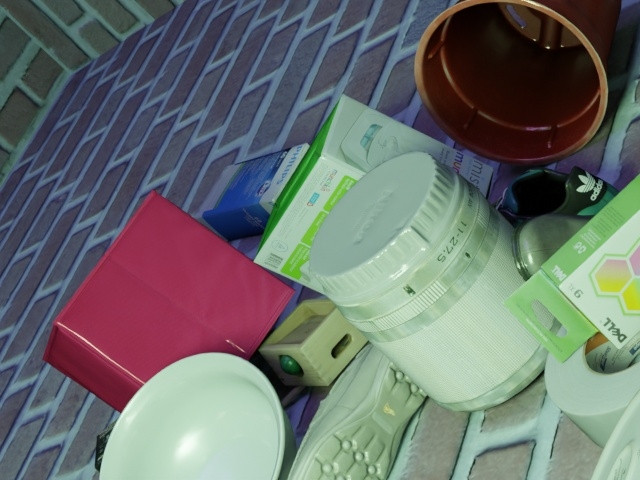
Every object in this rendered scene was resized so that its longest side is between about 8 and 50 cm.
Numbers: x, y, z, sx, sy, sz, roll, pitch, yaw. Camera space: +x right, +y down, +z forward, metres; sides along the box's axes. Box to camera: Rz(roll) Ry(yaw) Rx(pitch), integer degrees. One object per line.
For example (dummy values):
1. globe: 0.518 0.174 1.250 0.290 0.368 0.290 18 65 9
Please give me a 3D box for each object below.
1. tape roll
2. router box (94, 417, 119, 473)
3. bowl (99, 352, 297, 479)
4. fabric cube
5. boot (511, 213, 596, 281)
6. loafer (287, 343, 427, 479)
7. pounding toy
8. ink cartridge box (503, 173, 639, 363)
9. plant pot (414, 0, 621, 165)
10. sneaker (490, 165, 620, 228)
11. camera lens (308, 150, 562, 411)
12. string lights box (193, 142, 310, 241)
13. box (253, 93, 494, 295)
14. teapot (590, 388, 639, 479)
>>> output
1. tape roll: 0.350 0.120 1.631 0.219 0.072 0.219 -36 26 20
2. router box: -0.309 0.317 2.440 0.122 0.038 0.092 -39 25 15
3. bowl: -0.138 0.307 2.003 0.298 0.134 0.298 -17 58 28
4. fabric cube: -0.230 0.128 2.245 0.259 0.258 0.254 -56 3 -21
5. boot: 0.341 -0.012 1.694 0.161 0.246 0.083 -24 77 47
6. loafer: 0.042 0.241 1.912 0.111 0.112 0.319 -18 28 55
7. pounding toy: -0.014 0.165 2.151 0.141 0.100 0.130 -47 22 -29
8. ink cartridge box: 0.309 0.039 1.600 0.209 0.109 0.062 -43 23 6
9. plant pot: 0.304 -0.291 2.155 0.272 0.272 0.265 -25 23 39
10. sneaker: 0.263 -0.035 1.953 0.302 0.121 0.108 -17 38 50
11. camera lens: 0.148 0.055 1.811 0.219 0.274 0.219 -37 25 21
12. string lights box: -0.105 -0.082 2.686 0.259 0.077 0.133 -10 43 53
13. box: 0.068 -0.031 2.029 0.262 0.231 0.127 123 168 -50
14. teapot: 0.342 0.245 1.325 0.252 0.187 0.256 106 -173 -84
